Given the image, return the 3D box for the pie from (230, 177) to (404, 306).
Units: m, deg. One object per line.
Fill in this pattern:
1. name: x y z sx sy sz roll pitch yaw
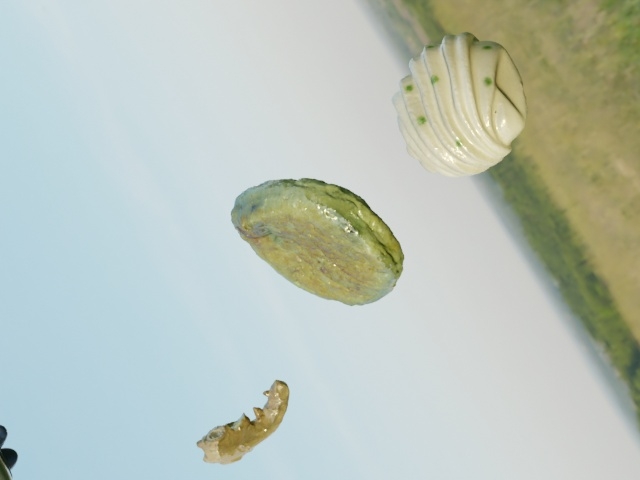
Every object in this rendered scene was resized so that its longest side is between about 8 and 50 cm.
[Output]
1. pie: 0.000 0.000 1.695 0.277 0.277 0.078 50 -126 -43

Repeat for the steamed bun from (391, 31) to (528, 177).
1. steamed bun: 0.162 -0.167 1.404 0.106 0.183 0.183 17 -143 -49

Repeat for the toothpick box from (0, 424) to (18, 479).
1. toothpick box: -0.754 0.493 2.216 0.263 0.355 0.263 42 148 36

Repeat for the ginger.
1. ginger: -0.112 0.291 1.781 0.069 0.173 0.051 55 166 -16
